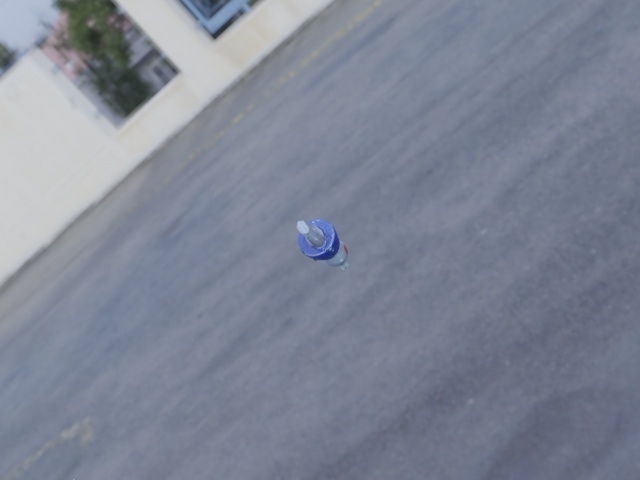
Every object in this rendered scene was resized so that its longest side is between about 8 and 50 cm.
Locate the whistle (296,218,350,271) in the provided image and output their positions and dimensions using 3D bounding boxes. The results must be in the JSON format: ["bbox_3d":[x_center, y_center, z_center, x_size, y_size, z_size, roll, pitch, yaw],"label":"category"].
[{"bbox_3d":[0.000,0.000,0.851,0.029,0.033,0.083,-40,-23,4],"label":"whistle"}]
